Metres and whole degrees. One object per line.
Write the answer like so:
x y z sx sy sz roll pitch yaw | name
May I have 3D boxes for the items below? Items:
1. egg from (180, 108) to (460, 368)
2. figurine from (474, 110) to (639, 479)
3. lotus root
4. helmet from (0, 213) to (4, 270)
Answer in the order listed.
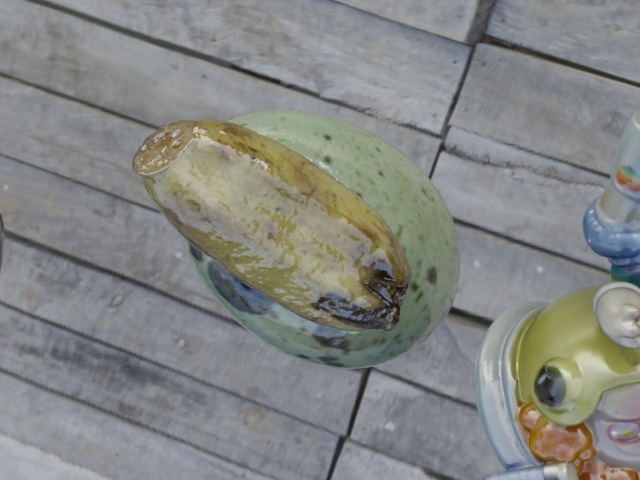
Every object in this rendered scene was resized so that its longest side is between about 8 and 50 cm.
0.000 0.000 0.972 0.379 0.288 0.288 25 114 -31 | egg
0.271 0.058 0.694 0.224 0.205 0.382 0 121 -28 | figurine
-0.027 -0.011 0.628 0.258 0.097 0.110 37 89 -31 | lotus root
-0.420 0.017 0.793 0.216 0.193 0.189 -35 136 15 | helmet
